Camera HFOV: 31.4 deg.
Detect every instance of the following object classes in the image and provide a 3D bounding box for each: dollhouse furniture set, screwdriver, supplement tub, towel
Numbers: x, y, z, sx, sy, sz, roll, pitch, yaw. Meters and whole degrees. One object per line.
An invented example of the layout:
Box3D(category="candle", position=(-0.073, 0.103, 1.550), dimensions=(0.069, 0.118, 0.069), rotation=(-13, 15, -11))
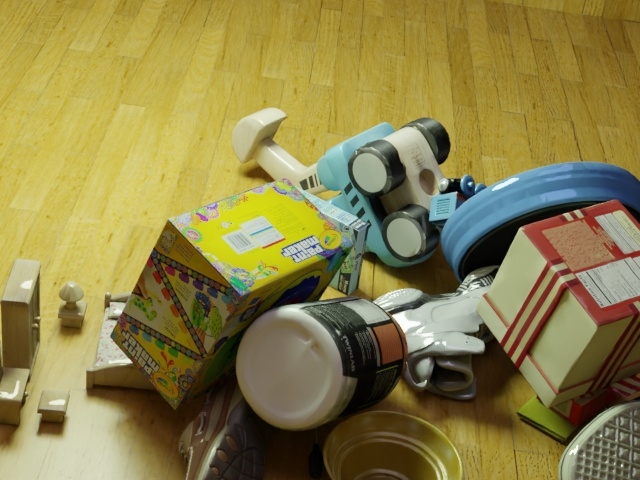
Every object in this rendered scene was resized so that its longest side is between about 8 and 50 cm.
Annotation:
Box3D(category="dollhouse furniture set", position=(-0.344, 0.157, 1.893), dimensions=(0.356, 0.173, 0.303), rotation=(5, 35, -5))
Box3D(category="screwdriver", position=(-0.010, 0.325, 1.860), dimensions=(0.025, 0.024, 0.170), rotation=(30, 26, -21))
Box3D(category="supplement tub", position=(0.016, 0.190, 1.838), dimensions=(0.194, 0.193, 0.316), rotation=(26, 11, 23))
Box3D(category="towel", position=(0.451, 0.278, 2.037), dimensions=(0.102, 0.021, 0.237), rotation=(26, 38, 30))

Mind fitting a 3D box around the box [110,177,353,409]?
Box3D(category="box", position=(-0.145, 0.081, 1.865), dimensions=(0.177, 0.279, 0.290), rotation=(45, 38, 17))

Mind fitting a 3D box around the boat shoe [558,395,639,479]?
Box3D(category="boat shoe", position=(0.544, 0.334, 1.844), dimensions=(0.500, 0.156, 0.186), rotation=(-19, 75, -40))

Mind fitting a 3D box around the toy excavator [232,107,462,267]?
Box3D(category="toy excavator", position=(0.045, -0.122, 2.364), dimensions=(0.222, 0.445, 0.432), rotation=(-31, 95, -46))

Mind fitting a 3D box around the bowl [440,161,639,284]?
Box3D(category="bowl", position=(0.425, -0.008, 2.142), dimensions=(0.391, 0.391, 0.077), rotation=(-2, 60, -16))

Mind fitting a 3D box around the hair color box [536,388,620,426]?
Box3D(category="hair color box", position=(0.471, 0.252, 2.010), dimensions=(0.167, 0.053, 0.093), rotation=(-24, 44, -35))

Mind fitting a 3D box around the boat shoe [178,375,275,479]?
Box3D(category="boat shoe", position=(-0.155, 0.326, 1.758), dimensions=(0.116, 0.123, 0.324), rotation=(-17, 22, 24))

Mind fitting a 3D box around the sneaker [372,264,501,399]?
Box3D(category="sneaker", position=(0.275, 0.171, 2.056), dimensions=(0.366, 0.137, 0.210), rotation=(-10, 40, -19))

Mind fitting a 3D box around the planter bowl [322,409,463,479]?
Box3D(category="planter bowl", position=(0.105, 0.369, 1.759), dimensions=(0.217, 0.090, 0.217), rotation=(7, 34, -4))

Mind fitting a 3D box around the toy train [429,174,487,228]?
Box3D(category="toy train", position=(0.287, -0.058, 2.195), dimensions=(0.080, 0.105, 0.184), rotation=(-6, -21, 44))

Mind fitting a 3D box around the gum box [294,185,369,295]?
Box3D(category="gum box", position=(0.000, 0.000, 2.214), dimensions=(0.184, 0.157, 0.041), rotation=(27, 39, 24))

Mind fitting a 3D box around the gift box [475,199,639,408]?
Box3D(category="gift box", position=(0.453, 0.116, 1.906), dimensions=(0.276, 0.258, 0.255), rotation=(-10, 52, -25))
